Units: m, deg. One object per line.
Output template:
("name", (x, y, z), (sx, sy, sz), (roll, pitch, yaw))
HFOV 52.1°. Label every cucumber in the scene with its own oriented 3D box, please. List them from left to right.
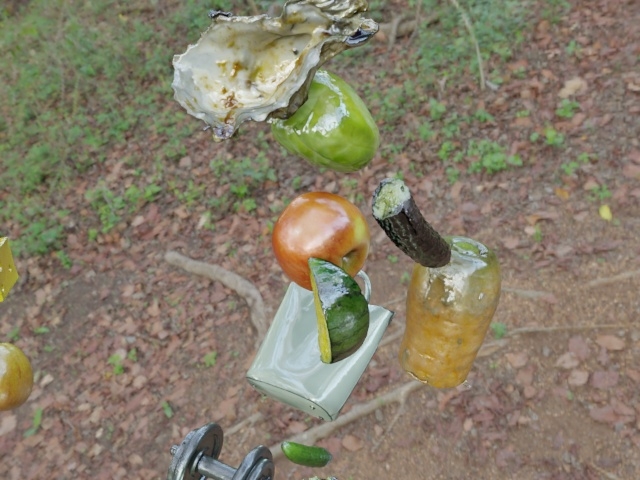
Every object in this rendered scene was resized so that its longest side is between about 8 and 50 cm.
("cucumber", (-0.028, 0.564, 1.716), (0.056, 0.250, 0.056), (-15, 62, 30))
("cucumber", (0.136, -0.009, 0.952), (0.067, 0.245, 0.067), (-12, 61, 22))

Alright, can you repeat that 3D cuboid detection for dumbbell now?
("dumbbell", (-0.229, 0.548, 1.544), (0.289, 0.192, 0.192), (19, 48, 19))

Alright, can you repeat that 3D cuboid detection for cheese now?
("cheese", (-0.679, 0.063, 1.232), (0.171, 0.093, 0.126), (-7, 19, -9))

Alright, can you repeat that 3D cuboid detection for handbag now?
("handbag", (0.005, 0.173, 1.265), (0.241, 0.109, 0.315), (14, 64, 29))

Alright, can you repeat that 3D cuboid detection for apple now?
("apple", (-0.735, 0.306, 1.455), (0.182, 0.182, 0.155), (-11, 77, 14))
("apple", (0.000, 0.000, 1.067), (0.139, 0.163, 0.163), (33, 59, 29))

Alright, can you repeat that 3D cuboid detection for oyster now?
("oyster", (-0.073, -0.295, 1.018), (0.337, 0.198, 0.133), (-36, -3, 1))

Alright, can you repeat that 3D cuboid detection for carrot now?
("carrot", (0.316, 0.167, 1.607), (0.224, 0.341, 0.224), (8, 23, -3))

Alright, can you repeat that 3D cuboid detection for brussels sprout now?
("brussels sprout", (0.013, -0.211, 1.170), (0.223, 0.161, 0.223), (25, 22, -11))

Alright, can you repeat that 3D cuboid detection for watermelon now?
("watermelon", (0.033, 0.114, 0.989), (0.075, 0.182, 0.092), (-13, 22, -12))

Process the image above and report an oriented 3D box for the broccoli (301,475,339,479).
("broccoli", (0.026, 0.594, 1.300), (0.180, 0.242, 0.273), (-28, -7, -48))
